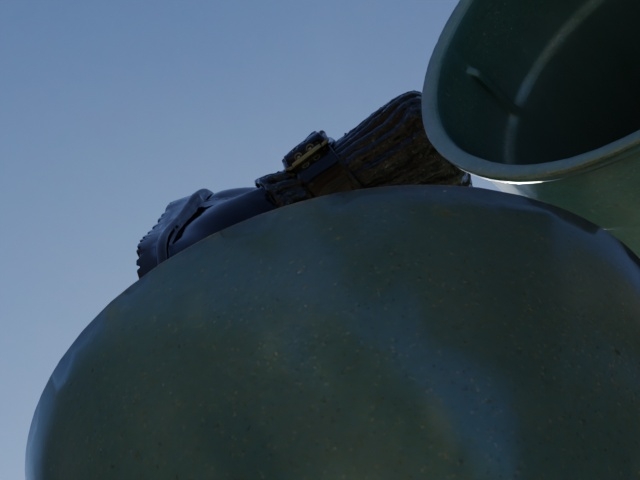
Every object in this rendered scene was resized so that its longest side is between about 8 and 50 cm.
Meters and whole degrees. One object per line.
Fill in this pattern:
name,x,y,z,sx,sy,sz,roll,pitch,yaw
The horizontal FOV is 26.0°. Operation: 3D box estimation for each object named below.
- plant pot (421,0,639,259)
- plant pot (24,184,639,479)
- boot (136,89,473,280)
plant pot,0.309,-0.077,1.043,0.341,0.341,0.334,-23,-54,34
plant pot,0.037,0.151,0.532,0.290,0.195,0.290,-7,-49,-8
boot,-0.002,-0.004,1.110,0.260,0.348,0.131,-20,-68,8
